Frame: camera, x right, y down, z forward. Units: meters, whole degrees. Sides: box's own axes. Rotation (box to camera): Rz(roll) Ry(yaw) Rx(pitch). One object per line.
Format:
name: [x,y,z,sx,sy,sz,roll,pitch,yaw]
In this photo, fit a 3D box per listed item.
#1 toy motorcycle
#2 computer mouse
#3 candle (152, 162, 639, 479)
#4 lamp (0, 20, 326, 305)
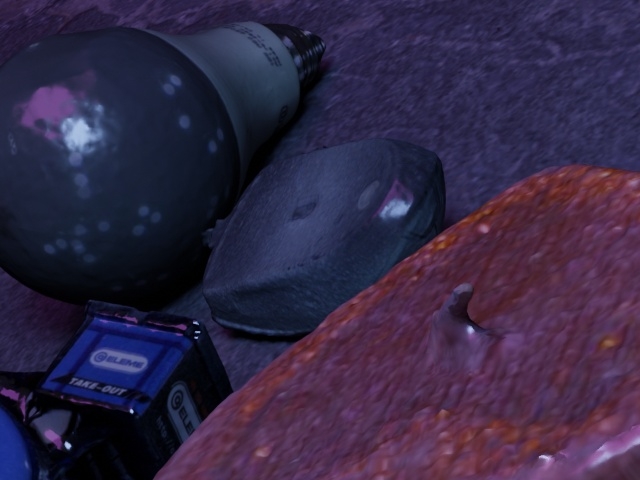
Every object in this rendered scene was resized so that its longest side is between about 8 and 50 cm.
toy motorcycle: [-0.240,0.103,1.009,0.358,0.125,0.213,10,46,30]
computer mouse: [0.005,0.003,1.024,0.229,0.068,0.113,-11,47,58]
candle: [0.080,0.062,0.743,0.317,0.131,0.287,-20,22,36]
lamp: [-0.094,-0.079,1.180,0.314,0.182,0.182,-33,22,-30]
